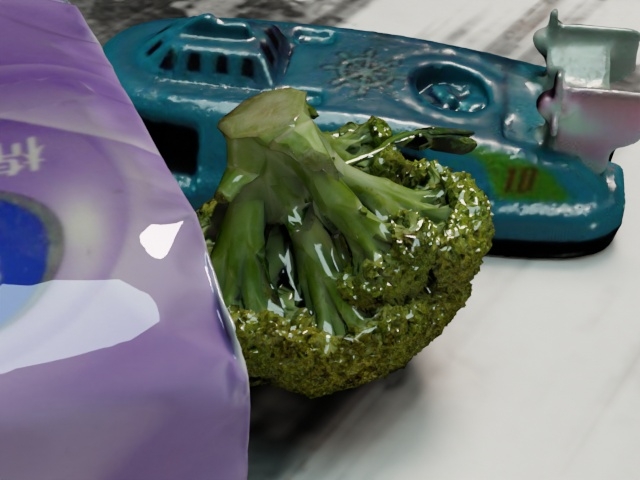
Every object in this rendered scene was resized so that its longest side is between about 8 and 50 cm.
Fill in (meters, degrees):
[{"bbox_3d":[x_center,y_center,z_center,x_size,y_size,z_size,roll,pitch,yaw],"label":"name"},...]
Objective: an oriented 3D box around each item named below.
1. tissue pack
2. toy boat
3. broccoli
[{"bbox_3d":[-0.213,0.043,0.413,0.338,0.160,0.242,-11,36,-21],"label":"tissue pack"},{"bbox_3d":[-0.001,-0.071,0.668,0.299,0.092,0.134,6,38,2],"label":"toy boat"},{"bbox_3d":[0.000,0.000,0.534,0.131,0.120,0.130,-11,36,23],"label":"broccoli"}]
